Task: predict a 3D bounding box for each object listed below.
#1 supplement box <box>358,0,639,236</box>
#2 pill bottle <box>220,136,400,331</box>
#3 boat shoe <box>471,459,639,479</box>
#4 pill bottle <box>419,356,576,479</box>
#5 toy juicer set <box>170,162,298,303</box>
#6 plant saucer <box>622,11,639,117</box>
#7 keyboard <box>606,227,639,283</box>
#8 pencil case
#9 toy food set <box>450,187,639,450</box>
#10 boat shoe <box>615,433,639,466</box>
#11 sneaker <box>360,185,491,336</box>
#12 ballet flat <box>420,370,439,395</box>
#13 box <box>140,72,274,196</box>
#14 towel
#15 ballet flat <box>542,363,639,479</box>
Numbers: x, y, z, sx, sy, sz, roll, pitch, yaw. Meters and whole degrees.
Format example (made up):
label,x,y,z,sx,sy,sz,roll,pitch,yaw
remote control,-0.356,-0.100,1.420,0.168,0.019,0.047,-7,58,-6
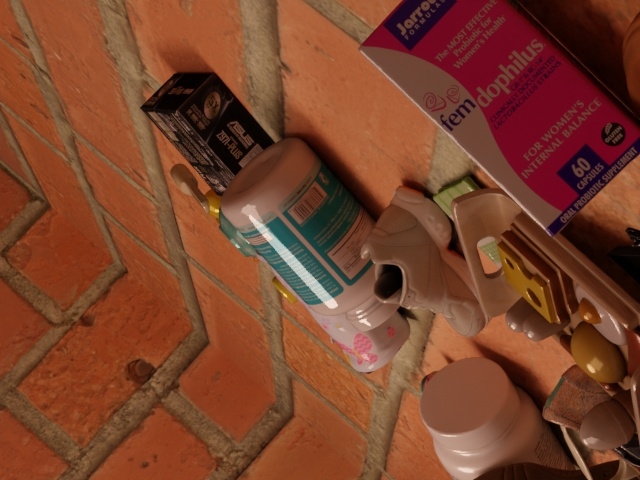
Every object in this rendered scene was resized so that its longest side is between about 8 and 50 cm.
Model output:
label,x,y,z,sx,sy,sz,roll,pitch,yaw
supplement box,0.150,-0.124,1.156,0.220,0.111,0.114,43,-165,-2
pill bottle,0.000,0.000,1.894,0.264,0.146,0.146,49,164,-19
boat shoe,0.332,0.358,1.914,0.285,0.104,0.089,-7,150,22
pill bottle,0.260,0.304,2.050,0.160,0.160,0.283,26,157,47
toy juicer set,-0.125,-0.047,2.231,0.209,0.089,0.329,47,180,42
plant saucer,0.303,-0.094,1.057,0.200,0.037,0.200,40,165,13
keyboard,0.338,0.022,1.329,0.108,0.023,0.180,40,166,-16
pencil case,0.020,0.073,2.115,0.124,0.113,0.273,11,145,55
toy food set,0.249,0.102,1.474,0.306,0.092,0.219,47,167,40
boat shoe,0.406,0.237,1.633,0.183,0.083,0.065,31,162,37
sneaker,0.123,0.051,1.769,0.099,0.121,0.262,28,160,46
ballet flat,0.234,0.270,2.224,0.079,0.077,0.221,7,151,35
box,-0.148,-0.146,2.000,0.180,0.077,0.147,49,164,-22
towel,0.200,-0.011,1.602,0.152,0.023,0.113,46,163,-5
ballet flat,0.394,0.286,1.754,0.316,0.106,0.107,44,177,-5
